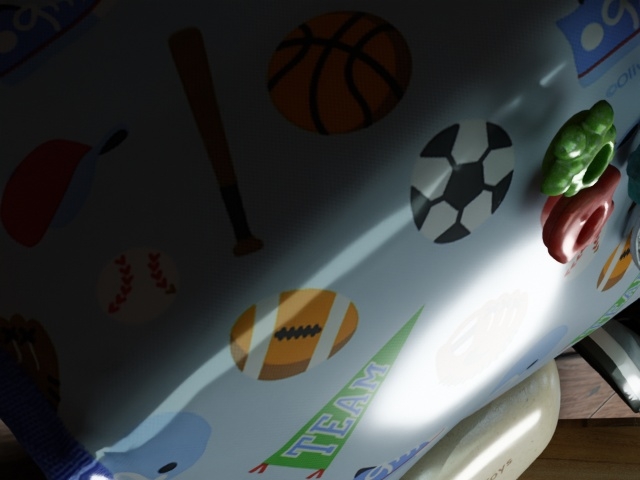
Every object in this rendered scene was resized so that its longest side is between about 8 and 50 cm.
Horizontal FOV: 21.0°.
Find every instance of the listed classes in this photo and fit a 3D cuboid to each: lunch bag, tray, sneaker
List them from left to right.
[{"bbox_3d":[0.000,0.000,0.785,0.328,0.239,0.385,-39,152,-7],"label":"lunch bag"},{"bbox_3d":[0.242,0.271,1.781,0.202,0.076,0.411,-2,157,6],"label":"tray"},{"bbox_3d":[0.351,0.085,1.662,0.178,0.124,0.295,-46,154,6],"label":"sneaker"}]

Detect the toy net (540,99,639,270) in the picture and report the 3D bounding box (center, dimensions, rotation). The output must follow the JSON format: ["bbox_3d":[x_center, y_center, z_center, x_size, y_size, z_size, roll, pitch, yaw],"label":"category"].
[{"bbox_3d":[0.144,-0.018,0.664,0.122,0.045,0.232,-51,156,-7],"label":"toy net"}]

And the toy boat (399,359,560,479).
[{"bbox_3d":[0.078,0.194,1.440,0.267,0.148,0.318,-39,151,-16],"label":"toy boat"}]
